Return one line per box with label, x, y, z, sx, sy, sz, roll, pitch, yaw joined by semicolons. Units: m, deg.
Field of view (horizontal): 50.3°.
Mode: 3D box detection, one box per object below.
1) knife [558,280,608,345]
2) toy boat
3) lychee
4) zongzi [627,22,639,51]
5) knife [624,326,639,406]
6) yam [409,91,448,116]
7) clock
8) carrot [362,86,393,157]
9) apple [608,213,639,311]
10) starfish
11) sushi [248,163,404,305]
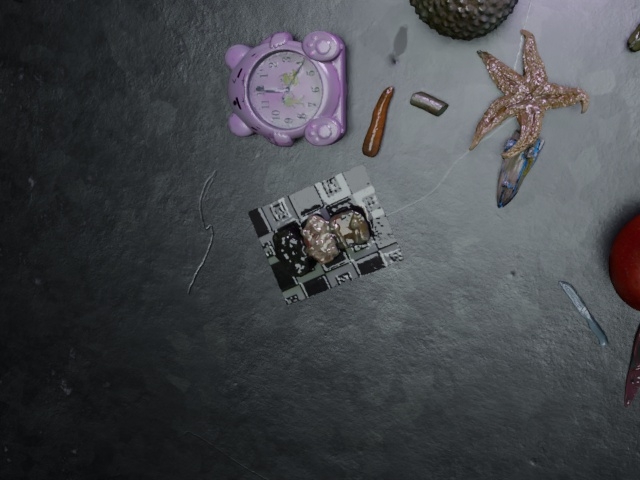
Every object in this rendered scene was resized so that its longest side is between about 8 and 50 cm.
knife;0.690;0.189;1.778;0.028;0.015;0.210;-33;92;24
toy boat;0.489;-0.178;1.723;0.084;0.066;0.210;31;113;33
lychee;0.333;-0.598;1.576;0.255;0.274;0.255;-1;89;43
zongzi;0.759;-0.511;1.596;0.104;0.052;0.113;-21;83;23
knife;0.825;0.324;1.776;0.035;0.018;0.247;6;106;9
yam;0.277;-0.350;1.746;0.094;0.043;0.043;28;107;7
clock;-0.091;-0.394;1.790;0.322;0.113;0.296;2;103;14
carrot;0.152;-0.311;1.787;0.047;0.047;0.191;18;101;9
apple;0.817;0.055;1.613;0.260;0.216;0.260;3;104;12
starfish;0.486;-0.359;1.674;0.299;0.060;0.302;-18;78;23
sushi;0.000;0.000;1.858;0.373;0.100;0.296;-21;96;17
